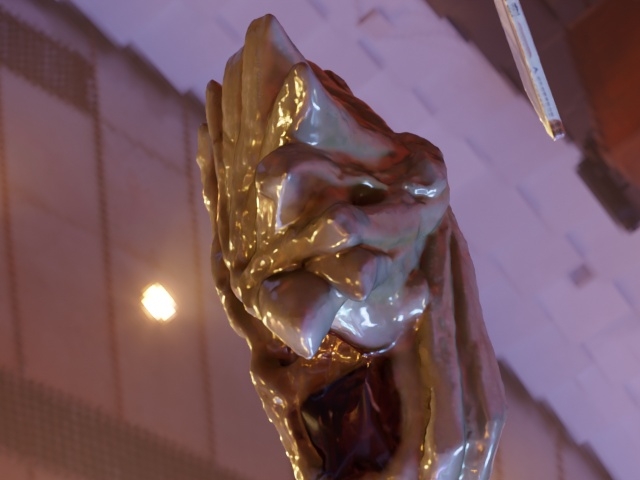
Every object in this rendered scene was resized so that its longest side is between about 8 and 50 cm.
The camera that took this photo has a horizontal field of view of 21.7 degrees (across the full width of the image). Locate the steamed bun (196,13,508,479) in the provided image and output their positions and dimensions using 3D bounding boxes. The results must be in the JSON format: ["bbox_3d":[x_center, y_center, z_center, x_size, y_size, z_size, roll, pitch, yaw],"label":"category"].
[{"bbox_3d":[0.000,0.000,1.159,0.189,0.247,0.428,10,-133,-33],"label":"steamed bun"}]

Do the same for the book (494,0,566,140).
[{"bbox_3d":[0.148,-0.261,1.475,0.228,0.018,0.323,-89,-21,-73],"label":"book"}]
